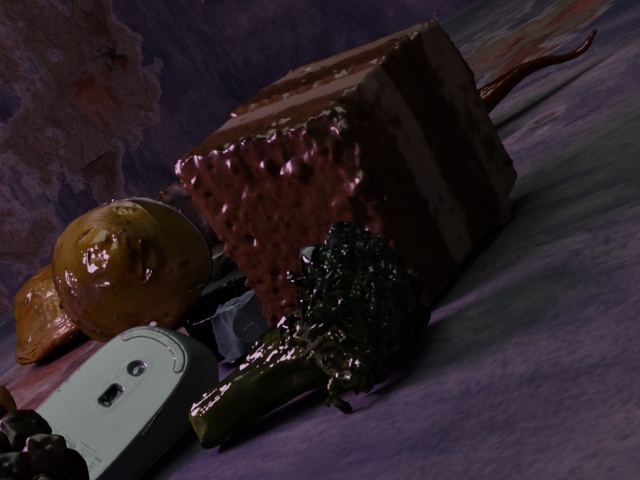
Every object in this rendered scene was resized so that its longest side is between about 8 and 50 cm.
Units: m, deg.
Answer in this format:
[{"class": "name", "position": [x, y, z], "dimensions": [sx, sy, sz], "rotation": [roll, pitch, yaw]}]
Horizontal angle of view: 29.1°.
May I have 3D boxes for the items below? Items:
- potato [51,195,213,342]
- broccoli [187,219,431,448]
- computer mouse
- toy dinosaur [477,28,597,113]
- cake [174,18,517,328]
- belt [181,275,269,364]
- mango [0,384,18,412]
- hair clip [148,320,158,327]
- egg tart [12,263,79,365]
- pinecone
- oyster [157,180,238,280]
[{"class": "potato", "position": [-0.351, 0.065, 2.057], "dimensions": [0.300, 0.246, 0.196], "rotation": [-30, 3, 34]}, {"class": "broccoli", "position": [-0.031, 0.116, 1.249], "dimensions": [0.304, 0.145, 0.165], "rotation": [-42, 1, 28]}, {"class": "computer mouse", "position": [-0.237, 0.217, 1.414], "dimensions": [0.159, 0.097, 0.288], "rotation": [26, 63, 34]}, {"class": "toy dinosaur", "position": [0.227, -0.190, 1.907], "dimensions": [0.432, 0.097, 0.208], "rotation": [-24, 4, 26]}, {"class": "cake", "position": [0.039, -0.074, 1.430], "dimensions": [0.282, 0.255, 0.290], "rotation": [-14, 21, 39]}, {"class": "belt", "position": [-0.103, 0.098, 1.628], "dimensions": [0.151, 0.078, 0.198], "rotation": [-28, 9, 4]}, {"class": "mango", "position": [-0.603, 0.332, 1.930], "dimensions": [0.332, 0.142, 0.195], "rotation": [-38, 4, 21]}, {"class": "hair clip", "position": [-0.299, 0.207, 1.808], "dimensions": [0.214, 0.056, 0.062], "rotation": [-47, 31, -21]}, {"class": "egg tart", "position": [-0.507, 0.117, 2.548], "dimensions": [0.340, 0.153, 0.351], "rotation": [-27, 13, 18]}, {"class": "pinecone", "position": [-0.310, 0.263, 1.160], "dimensions": [0.202, 0.229, 0.201], "rotation": [-41, -16, -30]}, {"class": "oyster", "position": [-0.194, -0.018, 2.179], "dimensions": [0.259, 0.198, 0.092], "rotation": [101, -164, -45]}]
